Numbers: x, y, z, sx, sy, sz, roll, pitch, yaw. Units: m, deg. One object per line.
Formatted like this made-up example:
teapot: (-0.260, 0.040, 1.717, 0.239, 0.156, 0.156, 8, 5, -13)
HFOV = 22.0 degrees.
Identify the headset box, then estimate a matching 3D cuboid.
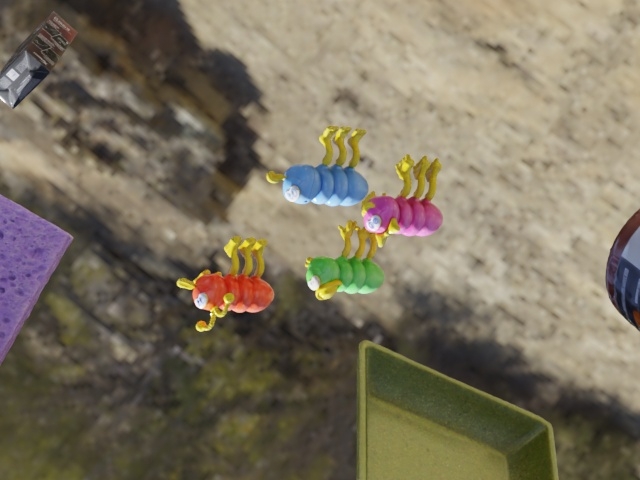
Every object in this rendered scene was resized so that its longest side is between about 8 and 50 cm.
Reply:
headset box: (-0.263, -0.168, 1.516, 0.032, 0.083, 0.062, 42, 124, -15)

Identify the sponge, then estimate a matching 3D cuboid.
sponge: (-0.331, 0.058, 1.522, 0.117, 0.210, 0.031, 28, 171, 2)

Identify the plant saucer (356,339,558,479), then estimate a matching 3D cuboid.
plant saucer: (0.098, 0.188, 1.268, 0.188, 0.188, 0.045, 25, 127, -19)

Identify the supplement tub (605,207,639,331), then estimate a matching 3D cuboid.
supplement tub: (0.273, 0.049, 1.034, 0.106, 0.106, 0.198, 50, 177, -36)

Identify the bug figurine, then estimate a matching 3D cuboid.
bug figurine: (0.000, 0.000, 1.555, 0.279, 0.216, 0.072, -49, 50, 46)
